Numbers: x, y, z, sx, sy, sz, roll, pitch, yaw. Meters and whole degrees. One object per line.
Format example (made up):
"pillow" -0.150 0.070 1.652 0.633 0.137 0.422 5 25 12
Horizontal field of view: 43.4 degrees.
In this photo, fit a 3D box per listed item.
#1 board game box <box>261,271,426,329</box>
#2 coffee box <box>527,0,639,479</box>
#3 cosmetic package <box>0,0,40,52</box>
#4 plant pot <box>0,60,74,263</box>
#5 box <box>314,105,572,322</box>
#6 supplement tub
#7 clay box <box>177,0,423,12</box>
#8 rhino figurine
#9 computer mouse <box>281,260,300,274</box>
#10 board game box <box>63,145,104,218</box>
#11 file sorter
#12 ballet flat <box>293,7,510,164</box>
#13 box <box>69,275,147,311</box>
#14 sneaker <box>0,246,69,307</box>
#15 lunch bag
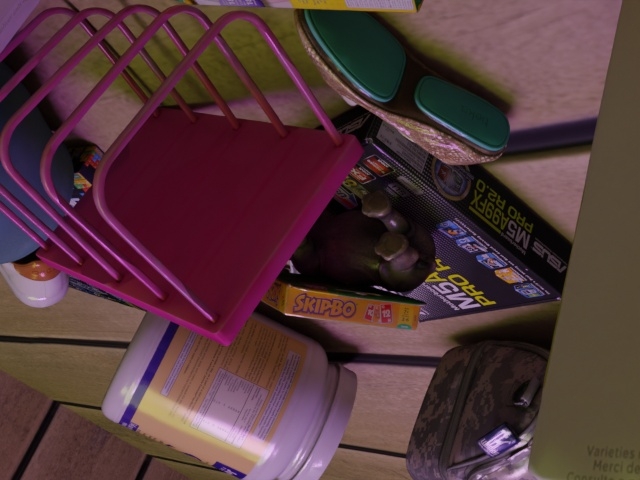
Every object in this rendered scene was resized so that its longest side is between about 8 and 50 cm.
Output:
"board game box" 0.005 0.055 0.805 0.124 0.039 0.259 8 177 -14
"coffee box" 0.357 0.030 0.383 0.338 0.334 0.338 -11 140 46
"cosmetic package" -0.443 -0.249 0.657 0.366 0.197 0.155 20 152 9
"plant pot" -0.415 -0.092 0.870 0.272 0.271 0.255 11 165 23
"box" 0.088 -0.016 0.816 0.270 0.060 0.216 36 150 -24
"supplement tub" -0.136 0.223 1.232 0.331 0.241 0.241 27 153 -7
"clay box" -0.042 -0.222 0.547 0.222 0.053 0.127 11 152 25
"rhino figurine" 0.000 0.000 0.766 0.243 0.073 0.106 7 160 35
"computer mouse" -0.003 0.041 1.019 0.106 0.042 0.193 27 159 2
"board game box" -0.317 -0.061 1.066 0.170 0.048 0.141 1 145 37
"file sorter" -0.158 -0.079 0.679 0.291 0.202 0.182 15 153 43
"ballet flat" 0.056 -0.118 0.644 0.206 0.073 0.067 33 155 -16
"box" -0.370 0.043 1.246 0.175 0.051 0.220 15 165 16
"sneaker" -0.444 -0.045 1.094 0.290 0.106 0.123 40 145 14
"lunch bag" 0.291 0.256 0.979 0.305 0.212 0.256 32 156 -15
